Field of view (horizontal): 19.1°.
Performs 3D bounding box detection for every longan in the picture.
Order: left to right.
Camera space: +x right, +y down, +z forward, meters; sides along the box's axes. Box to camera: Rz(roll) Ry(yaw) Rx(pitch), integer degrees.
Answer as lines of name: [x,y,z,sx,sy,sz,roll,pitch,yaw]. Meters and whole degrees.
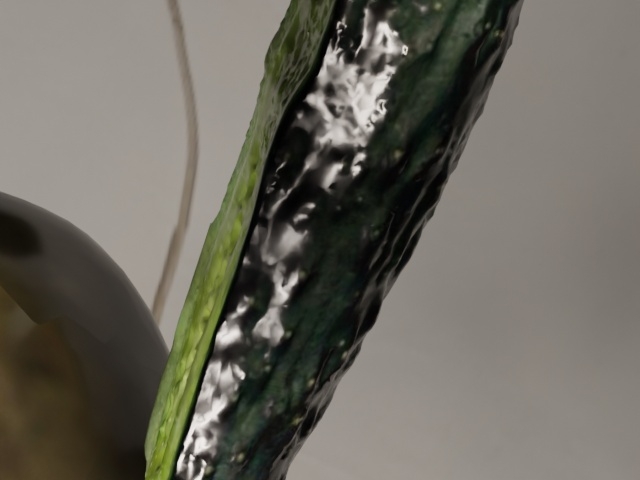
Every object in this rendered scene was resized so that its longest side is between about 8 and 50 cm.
longan: [-0.146,0.091,0.691,0.220,0.196,0.196,-46,76,14]

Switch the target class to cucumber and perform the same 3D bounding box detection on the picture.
cucumber: [0.002,0.000,0.562,0.062,0.078,0.211,15,107,-12]
